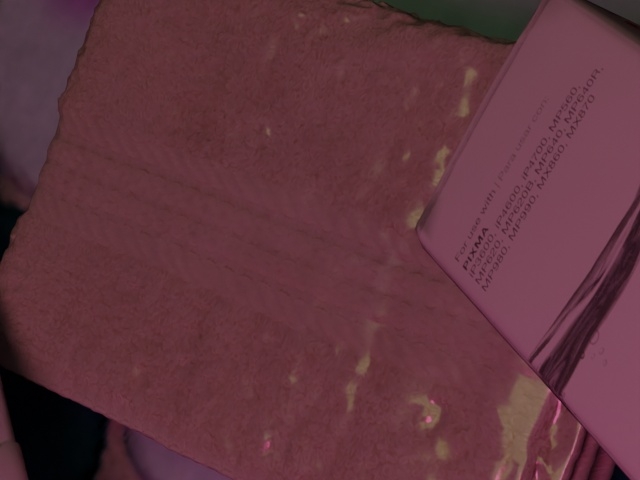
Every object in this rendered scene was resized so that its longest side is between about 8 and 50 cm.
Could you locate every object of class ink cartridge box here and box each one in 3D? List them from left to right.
[{"bbox_3d":[0.142,0.029,0.468,0.092,0.159,0.218,-63,28,12],"label":"ink cartridge box"}]

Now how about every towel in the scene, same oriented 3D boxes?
[{"bbox_3d":[0.000,0.000,0.670,0.282,0.049,0.187,21,90,36],"label":"towel"}]

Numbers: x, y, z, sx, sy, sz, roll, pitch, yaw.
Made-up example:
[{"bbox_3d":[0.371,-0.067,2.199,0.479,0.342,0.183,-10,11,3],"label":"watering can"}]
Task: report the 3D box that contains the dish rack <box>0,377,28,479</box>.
[{"bbox_3d":[-0.262,0.082,0.718,0.286,0.072,0.333,-18,50,-5],"label":"dish rack"}]
